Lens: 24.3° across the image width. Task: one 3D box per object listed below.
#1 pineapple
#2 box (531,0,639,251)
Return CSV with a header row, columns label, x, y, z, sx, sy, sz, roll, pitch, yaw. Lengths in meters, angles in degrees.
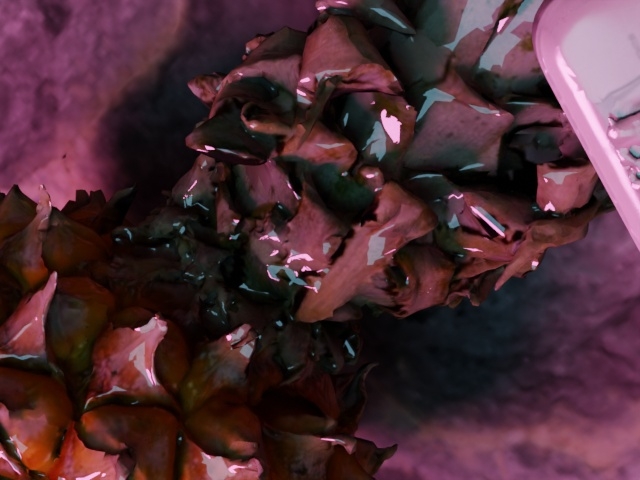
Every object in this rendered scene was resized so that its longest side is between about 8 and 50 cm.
label,x,y,z,sx,sy,sz,roll,pitch,yaw
pineapple,0.000,0.000,0.577,0.262,0.262,0.272,43,100,-2
box,0.221,-0.081,0.478,0.285,0.044,0.142,-28,101,12
